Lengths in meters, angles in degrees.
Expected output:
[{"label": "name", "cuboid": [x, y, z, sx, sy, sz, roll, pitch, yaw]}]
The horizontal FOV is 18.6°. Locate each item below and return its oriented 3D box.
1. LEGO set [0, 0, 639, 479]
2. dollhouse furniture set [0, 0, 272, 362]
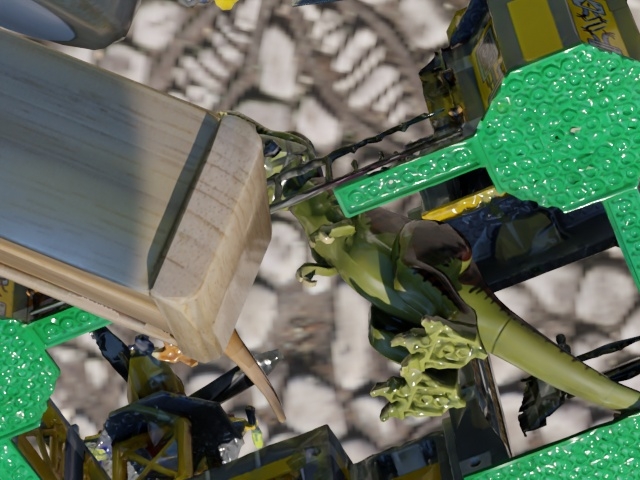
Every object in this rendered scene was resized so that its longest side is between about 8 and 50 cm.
[{"label": "LEGO set", "cuboid": [0.000, 0.000, 0.740, 0.331, 0.255, 0.192, -29, 35, 15]}, {"label": "dollhouse furniture set", "cuboid": [-0.156, 0.111, 0.454, 0.174, 0.303, 0.355, 21, 80, 4]}]
